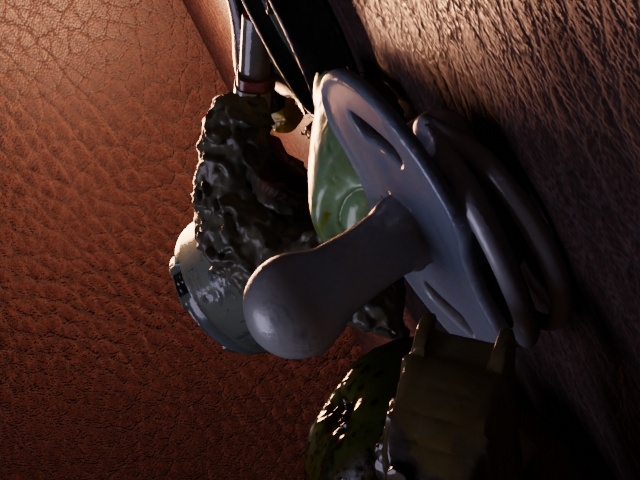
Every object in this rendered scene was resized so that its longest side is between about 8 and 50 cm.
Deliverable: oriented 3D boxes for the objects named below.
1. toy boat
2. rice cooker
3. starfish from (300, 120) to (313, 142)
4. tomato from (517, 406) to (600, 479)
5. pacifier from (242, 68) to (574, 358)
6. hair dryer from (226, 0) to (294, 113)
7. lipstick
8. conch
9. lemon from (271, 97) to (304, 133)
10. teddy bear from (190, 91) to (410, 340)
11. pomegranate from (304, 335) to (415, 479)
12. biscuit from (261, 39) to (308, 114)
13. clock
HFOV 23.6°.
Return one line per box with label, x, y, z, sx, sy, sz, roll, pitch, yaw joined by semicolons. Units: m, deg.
toy boat;0.130;0.239;1.257;0.136;0.162;0.445;13;136;24
rice cooker;-0.068;0.025;2.428;0.316;0.317;0.264;70;-178;-65
starfish;0.032;-0.099;1.922;0.209;0.053;0.150;57;179;27
tomato;0.210;0.284;1.512;0.309;0.170;0.309;34;-135;-42
pacifier;0.047;0.019;1.226;0.244;0.233;0.299;51;171;52
hair dryer;-0.061;-0.249;2.155;0.219;0.075;0.195;37;148;55
lipstick;-0.085;-0.260;2.074;0.063;0.057;0.186;-85;1;-51
conch;0.047;-0.091;1.492;0.143;0.137;0.250;27;-135;-47
lemon;-0.056;-0.192;2.308;0.065;0.065;0.092;62;-178;-13
teddy bear;0.000;0.000;2.067;0.357;0.224;0.367;47;-163;31
pomegranate;0.151;0.278;1.807;0.341;0.285;0.285;30;-168;-28
biscuit;-0.054;-0.263;1.961;0.199;0.041;0.121;66;177;-49
clock;-0.041;-0.261;1.708;0.280;0.055;0.280;61;176;8
